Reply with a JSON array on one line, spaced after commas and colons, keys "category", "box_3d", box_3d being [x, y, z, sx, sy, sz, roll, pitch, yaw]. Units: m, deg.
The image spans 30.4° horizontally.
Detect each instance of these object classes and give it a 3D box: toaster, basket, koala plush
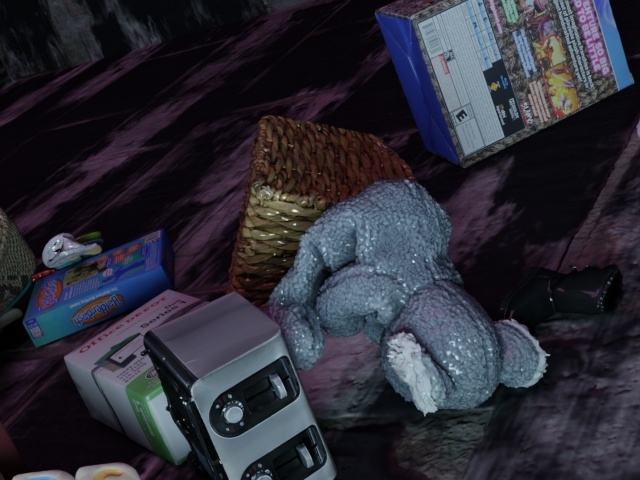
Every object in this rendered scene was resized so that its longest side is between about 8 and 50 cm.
[{"category": "toaster", "box_3d": [-0.080, 0.154, 1.105, 0.110, 0.168, 0.185, -27, 23, -17]}, {"category": "basket", "box_3d": [0.000, 0.000, 1.487, 0.213, 0.223, 0.299, 11, 22, -6]}, {"category": "koala plush", "box_3d": [0.089, 0.074, 1.107, 0.196, 0.203, 0.221, -1, 35, -38]}]

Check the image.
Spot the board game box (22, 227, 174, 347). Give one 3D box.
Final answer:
[{"category": "board game box", "box_3d": [-0.315, 0.066, 1.702, 0.210, 0.047, 0.160, -21, 21, 2]}]

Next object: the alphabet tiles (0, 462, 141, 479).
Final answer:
[{"category": "alphabet tiles", "box_3d": [-0.181, 0.265, 0.915, 0.284, 0.021, 0.278, -2, 29, -29]}]

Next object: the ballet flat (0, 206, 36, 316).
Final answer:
[{"category": "ballet flat", "box_3d": [-0.512, 0.100, 1.558, 0.164, 0.182, 0.483, -9, 31, 12]}]

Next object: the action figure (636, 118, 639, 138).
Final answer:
[{"category": "action figure", "box_3d": [0.556, -0.200, 1.353, 0.276, 0.248, 0.370, -41, 9, 36]}]

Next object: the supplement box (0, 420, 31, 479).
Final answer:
[{"category": "supplement box", "box_3d": [-0.377, 0.257, 1.111, 0.191, 0.194, 0.129, -34, 24, -28]}]

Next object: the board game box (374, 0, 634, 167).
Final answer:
[{"category": "board game box", "box_3d": [0.263, -0.278, 1.688, 0.291, 0.232, 0.141, -26, 21, -10]}]

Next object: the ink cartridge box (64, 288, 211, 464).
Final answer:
[{"category": "ink cartridge box", "box_3d": [-0.163, 0.144, 1.307, 0.160, 0.092, 0.219, -34, 24, -27]}]

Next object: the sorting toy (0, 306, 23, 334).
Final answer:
[{"category": "sorting toy", "box_3d": [-0.555, 0.150, 1.766, 0.193, 0.038, 0.208, -33, 19, -25]}]

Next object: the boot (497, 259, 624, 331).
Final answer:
[{"category": "boot", "box_3d": [0.240, 0.063, 1.172, 0.099, 0.045, 0.121, 2, 33, 35]}]

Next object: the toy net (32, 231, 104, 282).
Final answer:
[{"category": "toy net", "box_3d": [-0.390, 0.020, 1.780, 0.122, 0.045, 0.232, -21, -4, -7]}]
